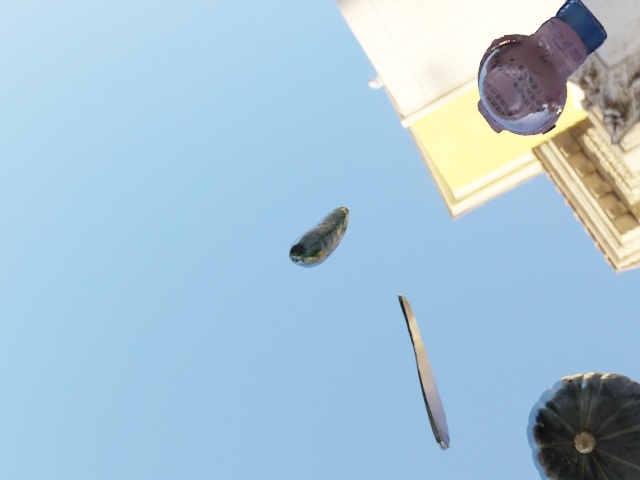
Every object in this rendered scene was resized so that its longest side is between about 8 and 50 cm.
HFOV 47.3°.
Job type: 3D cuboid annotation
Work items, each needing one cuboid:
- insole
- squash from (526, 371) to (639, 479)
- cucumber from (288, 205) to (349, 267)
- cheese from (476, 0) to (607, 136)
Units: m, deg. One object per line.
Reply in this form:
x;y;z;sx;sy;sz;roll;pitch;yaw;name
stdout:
0.165;0.205;1.186;0.012;0.110;0.309;-25;-139;13;insole
0.413;0.296;1.075;0.218;0.172;0.218;0;-90;37;squash
0.000;0.000;0.769;0.039;0.168;0.039;6;-70;17;cucumber
0.363;-0.285;1.245;0.074;0.286;0.189;-30;-102;-36;cheese
